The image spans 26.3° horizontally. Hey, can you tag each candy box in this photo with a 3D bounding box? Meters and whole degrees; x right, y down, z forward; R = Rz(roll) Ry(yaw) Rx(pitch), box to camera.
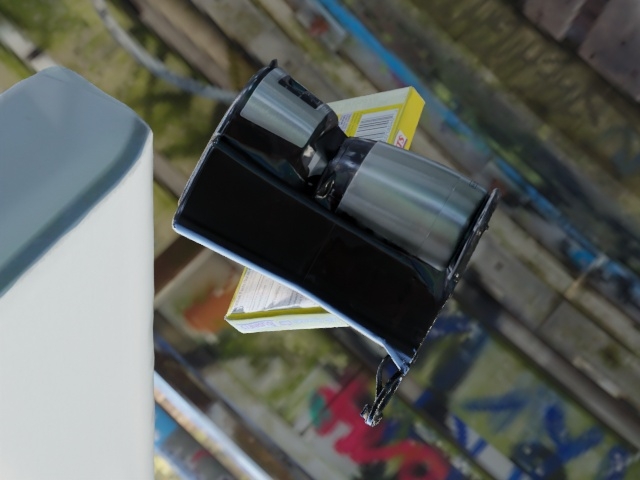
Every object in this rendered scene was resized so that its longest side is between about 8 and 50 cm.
[{"bbox_3d":[0.006,-0.024,1.032,0.105,0.205,0.027,-8,140,41],"label":"candy box"}]

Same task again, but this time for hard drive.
[{"bbox_3d":[-0.142,0.130,0.458,0.047,0.233,0.353,34,150,15],"label":"hard drive"}]

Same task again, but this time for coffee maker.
[{"bbox_3d":[0.000,0.000,0.870,0.178,0.171,0.120,29,171,5],"label":"coffee maker"}]
